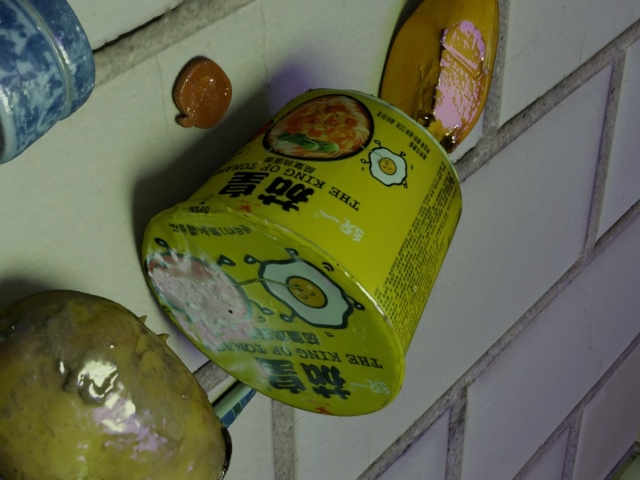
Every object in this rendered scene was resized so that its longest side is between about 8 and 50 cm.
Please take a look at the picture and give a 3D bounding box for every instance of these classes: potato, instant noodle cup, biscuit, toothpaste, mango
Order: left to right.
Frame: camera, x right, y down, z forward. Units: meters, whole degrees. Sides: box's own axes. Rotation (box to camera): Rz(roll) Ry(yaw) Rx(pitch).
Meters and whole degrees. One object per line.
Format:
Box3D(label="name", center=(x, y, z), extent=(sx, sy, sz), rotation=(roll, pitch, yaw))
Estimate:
Box3D(label="potato", center=(-0.238, 0.162, 1.285), extent=(0.229, 0.229, 0.266), rotation=(-56, 144, -15))
Box3D(label="biscuit", center=(-0.129, -0.155, 1.399), extent=(0.078, 0.015, 0.091), rotation=(-56, 149, -13))
Box3D(label="toothpaste", center=(-0.133, 0.232, 1.669), extent=(0.197, 0.035, 0.057), rotation=(-42, 159, -38))
Box3D(label="instant noodle cup", center=(0.000, 0.000, 1.451), extent=(0.254, 0.326, 0.325), rotation=(-56, 151, -33))
Box3D(label="mango", center=(0.166, -0.242, 1.704), extent=(0.154, 0.126, 0.252), rotation=(20, 88, -49))

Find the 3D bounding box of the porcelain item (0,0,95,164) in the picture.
Box3D(label="porcelain item", center=(-0.264, -0.148, 1.053), extent=(0.114, 0.147, 0.147), rotation=(-44, 145, -34))
